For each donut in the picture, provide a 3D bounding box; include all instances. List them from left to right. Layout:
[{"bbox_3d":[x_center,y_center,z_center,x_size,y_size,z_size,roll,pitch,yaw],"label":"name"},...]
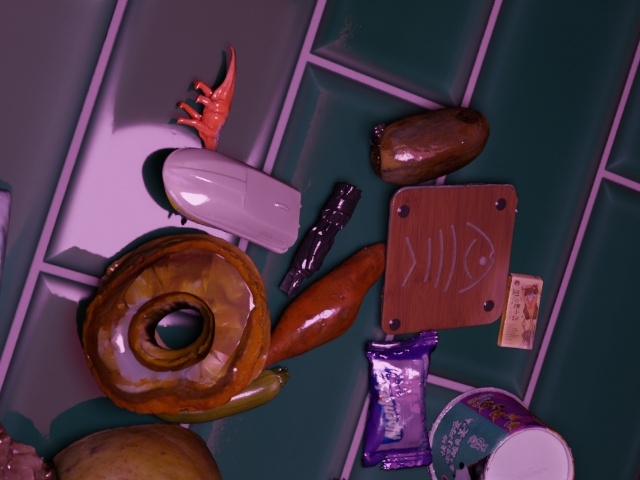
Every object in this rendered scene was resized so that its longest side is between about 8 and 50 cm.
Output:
[{"bbox_3d":[-0.238,0.149,1.603,0.329,0.160,0.330,0,97,0],"label":"donut"}]

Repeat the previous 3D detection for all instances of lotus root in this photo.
[{"bbox_3d":[0.203,-0.174,1.765,0.240,0.124,0.123,-15,85,-13],"label":"lotus root"}]

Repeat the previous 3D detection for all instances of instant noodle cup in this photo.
[{"bbox_3d":[0.353,0.425,1.835,0.251,0.190,0.251,-2,96,-18],"label":"instant noodle cup"}]

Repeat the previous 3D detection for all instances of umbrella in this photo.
[{"bbox_3d":[0.000,0.000,1.754,0.236,0.059,0.066,-60,150,-1],"label":"umbrella"}]

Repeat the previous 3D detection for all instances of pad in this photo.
[{"bbox_3d":[0.246,0.033,1.818,0.283,0.018,0.287,-3,106,-27],"label":"pad"}]

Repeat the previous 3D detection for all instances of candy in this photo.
[{"bbox_3d":[0.152,0.306,1.825,0.145,0.070,0.275,-1,100,-11],"label":"candy"}]

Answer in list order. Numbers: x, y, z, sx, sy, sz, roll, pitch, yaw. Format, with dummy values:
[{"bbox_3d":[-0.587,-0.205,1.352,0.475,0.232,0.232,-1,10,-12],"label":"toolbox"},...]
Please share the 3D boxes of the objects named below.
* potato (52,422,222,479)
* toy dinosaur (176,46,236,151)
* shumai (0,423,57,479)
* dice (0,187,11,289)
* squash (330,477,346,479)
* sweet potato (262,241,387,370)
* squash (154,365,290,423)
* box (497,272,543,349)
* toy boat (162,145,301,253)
[{"bbox_3d":[-0.245,0.437,1.575,0.213,0.280,0.330,-44,117,-11],"label":"potato"},{"bbox_3d":[-0.203,-0.204,1.669,0.101,0.055,0.280,24,101,-25],"label":"toy dinosaur"},{"bbox_3d":[-0.591,0.390,1.569,0.283,0.217,0.346,11,114,-51],"label":"shumai"},{"bbox_3d":[-0.641,0.051,1.410,0.330,0.328,0.348,6,93,-19],"label":"dice"},{"bbox_3d":[0.140,0.560,1.842,0.318,0.071,0.080,34,84,-18],"label":"squash"},{"bbox_3d":[0.012,0.124,1.739,0.359,0.112,0.112,-41,105,-10],"label":"sweet potato"},{"bbox_3d":[-0.175,0.283,1.719,0.258,0.069,0.069,-11,98,-16],"label":"squash"},{"bbox_3d":[0.400,0.142,1.913,0.073,0.020,0.149,7,93,-18],"label":"box"},{"bbox_3d":[-0.162,-0.071,1.650,0.269,0.140,0.141,16,90,-25],"label":"toy boat"}]
